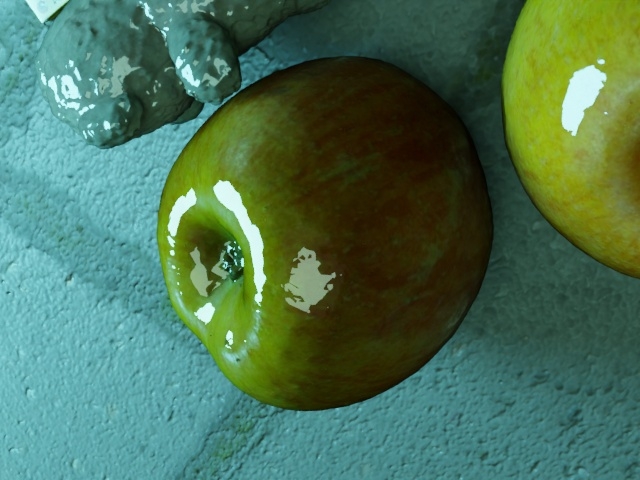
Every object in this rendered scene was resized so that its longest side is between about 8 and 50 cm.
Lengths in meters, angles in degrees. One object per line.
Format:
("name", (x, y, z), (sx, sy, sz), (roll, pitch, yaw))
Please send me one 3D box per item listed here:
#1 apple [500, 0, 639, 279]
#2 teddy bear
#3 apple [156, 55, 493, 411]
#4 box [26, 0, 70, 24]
("apple", (0.275, -0.107, 0.745), (0.299, 0.275, 0.298), (5, 113, 12))
("teddy bear", (-0.122, -0.191, 0.865), (0.151, 0.236, 0.267), (31, 106, -38))
("apple", (0.000, 0.000, 0.862), (0.302, 0.301, 0.301), (5, 109, 15))
("box", (-0.242, -0.280, 0.978), (0.149, 0.020, 0.073), (-34, 96, 24))
